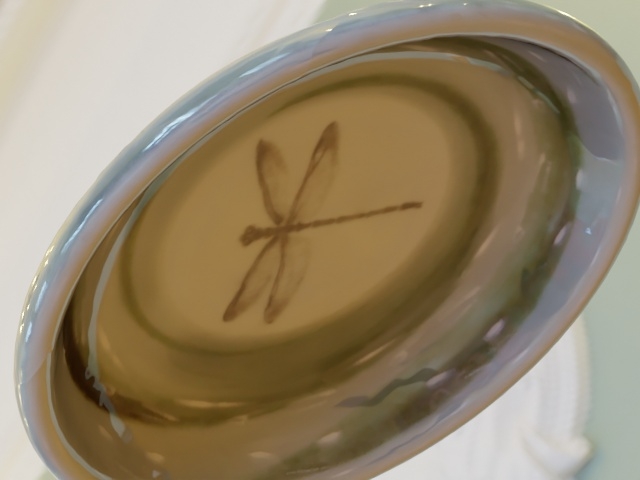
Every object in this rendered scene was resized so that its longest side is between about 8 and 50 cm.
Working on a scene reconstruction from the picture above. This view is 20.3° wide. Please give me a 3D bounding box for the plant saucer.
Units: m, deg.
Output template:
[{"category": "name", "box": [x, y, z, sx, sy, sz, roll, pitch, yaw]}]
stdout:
[{"category": "plant saucer", "box": [0.000, 0.000, 1.044, 0.400, 0.100, 0.400, -20, -39, -17]}]
